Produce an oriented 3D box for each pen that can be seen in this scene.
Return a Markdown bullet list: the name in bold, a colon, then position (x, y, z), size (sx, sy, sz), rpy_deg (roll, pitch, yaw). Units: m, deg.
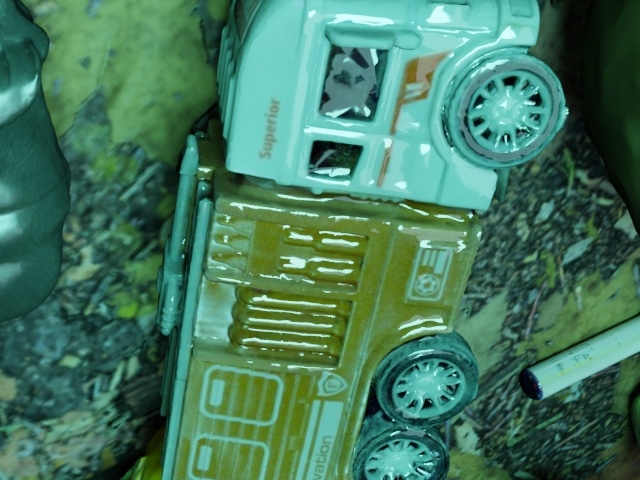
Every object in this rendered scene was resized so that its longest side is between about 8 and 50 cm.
- **pen**: position (0.300, 0.080, 0.877), size (0.268, 0.033, 0.033), rpy_deg (-22, 133, -16)

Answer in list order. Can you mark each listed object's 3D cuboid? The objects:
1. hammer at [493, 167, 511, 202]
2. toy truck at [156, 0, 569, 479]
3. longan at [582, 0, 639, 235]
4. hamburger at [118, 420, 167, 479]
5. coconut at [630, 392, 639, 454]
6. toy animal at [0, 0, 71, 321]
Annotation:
- **hammer**: position (0.025, -0.032, 0.610), size (0.226, 0.041, 0.159), rpy_deg (-42, 133, 2)
- **toy truck**: position (0.000, 0.000, 0.504), size (0.162, 0.136, 0.306), rpy_deg (6, 118, -12)
- **longan**: position (0.341, -0.107, 0.530), size (0.390, 0.391, 0.391), rpy_deg (-17, 131, -20)
- **hamburger**: position (-0.041, 0.229, 0.635), size (0.246, 0.246, 0.170), rpy_deg (18, 104, -40)
- **coconut**: position (0.407, 0.195, 0.922), size (0.204, 0.236, 0.236), rpy_deg (-10, 139, 19)
- **toy animal**: position (-0.181, -0.058, 0.433), size (0.137, 0.082, 0.270), rpy_deg (-11, 125, -29)
